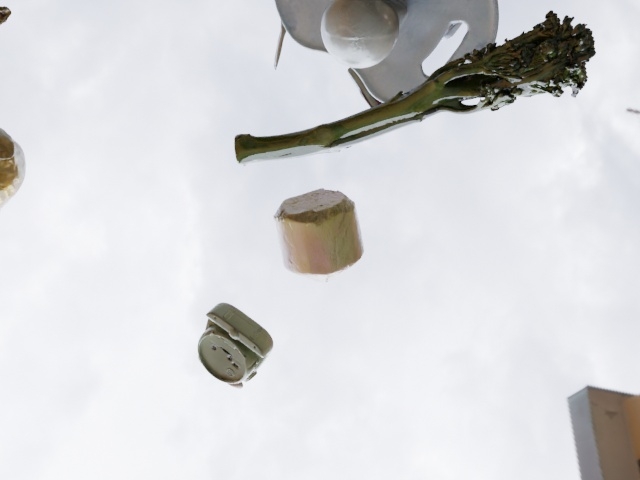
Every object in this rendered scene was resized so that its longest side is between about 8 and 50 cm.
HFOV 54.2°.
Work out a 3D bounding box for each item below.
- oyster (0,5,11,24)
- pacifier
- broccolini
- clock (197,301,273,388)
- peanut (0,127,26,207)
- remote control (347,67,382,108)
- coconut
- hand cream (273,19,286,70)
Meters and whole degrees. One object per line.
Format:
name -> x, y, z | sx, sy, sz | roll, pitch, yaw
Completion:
oyster -> -0.467, -0.300, 0.843 | 0.093, 0.051, 0.034 | 1, -126, -24
pacifier -> 0.070, -0.267, 0.706 | 0.287, 0.238, 0.225 | 35, -142, -8
broccolini -> 0.051, -0.089, 0.407 | 0.051, 0.239, 0.054 | -44, -61, -66
clock -> -0.191, 0.233, 1.314 | 0.151, 0.191, 0.062 | 34, -145, 9
peanut -> -0.395, -0.060, 0.711 | 0.087, 0.207, 0.087 | 23, -131, -29
remote control -> 0.131, -0.363, 1.514 | 0.065, 0.029, 0.166 | -33, -101, 4
coconut -> 0.000, 0.000, 0.848 | 0.116, 0.122, 0.116 | -7, -156, 3
hand cream -> -0.108, -0.554, 1.722 | 0.037, 0.165, 0.057 | 7, -148, -14
